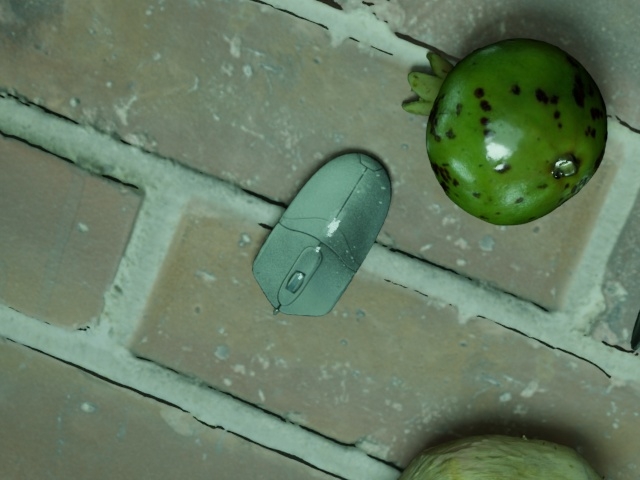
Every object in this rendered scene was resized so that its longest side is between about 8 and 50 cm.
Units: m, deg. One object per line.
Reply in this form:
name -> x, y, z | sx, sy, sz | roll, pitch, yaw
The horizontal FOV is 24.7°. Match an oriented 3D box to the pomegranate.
pomegranate -> 0.201, -0.132, 1.628 | 0.211, 0.263, 0.211 | -20, 130, -26

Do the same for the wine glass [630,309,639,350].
wine glass -> 0.468, 0.120, 1.682 | 0.202, 0.093, 0.093 | 21, 102, 2

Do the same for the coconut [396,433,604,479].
coconut -> 0.183, 0.365, 1.663 | 0.254, 0.297, 0.297 | 7, 101, 3

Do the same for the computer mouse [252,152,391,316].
computer mouse -> 0.000, 0.000, 1.722 | 0.113, 0.068, 0.229 | 32, 102, 1
